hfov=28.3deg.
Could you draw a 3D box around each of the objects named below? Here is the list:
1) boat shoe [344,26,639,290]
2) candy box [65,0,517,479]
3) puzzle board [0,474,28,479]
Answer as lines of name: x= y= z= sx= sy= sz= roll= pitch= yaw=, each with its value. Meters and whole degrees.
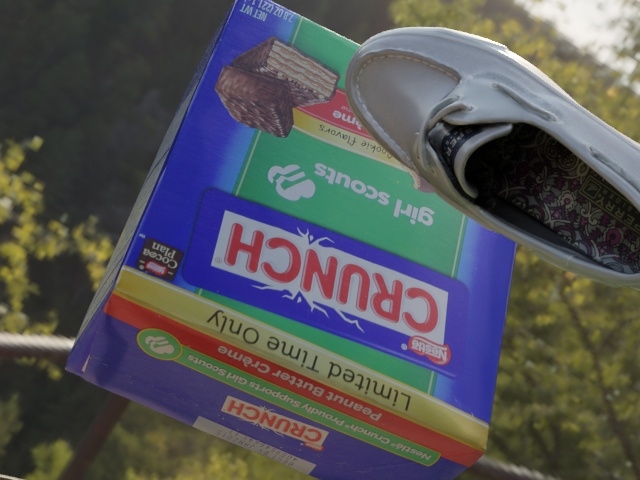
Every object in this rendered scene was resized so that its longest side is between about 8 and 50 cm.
boat shoe: x=0.071 y=-0.034 z=0.509 sx=0.184 sy=0.066 sz=0.063 roll=41 pitch=24 yaw=28
candy box: x=0.000 y=0.000 z=0.932 sx=0.268 sy=0.122 sz=0.317 roll=24 pitch=50 yaw=-10
puzzle board: x=-0.231 y=0.201 z=0.845 sx=0.011 sy=0.096 sz=0.128 roll=23 pitch=-8 yaw=23
